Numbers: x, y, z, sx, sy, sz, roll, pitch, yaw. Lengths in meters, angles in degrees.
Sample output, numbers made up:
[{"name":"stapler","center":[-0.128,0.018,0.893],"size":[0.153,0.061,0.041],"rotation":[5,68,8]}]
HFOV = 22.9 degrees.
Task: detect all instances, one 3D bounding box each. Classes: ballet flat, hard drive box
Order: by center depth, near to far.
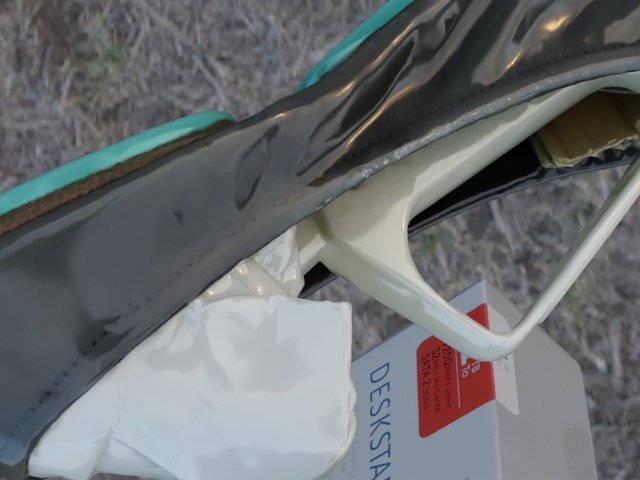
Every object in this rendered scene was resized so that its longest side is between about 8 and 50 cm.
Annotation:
[{"name":"ballet flat","center":[0.000,0.000,0.388],"size":[0.280,0.096,0.095],"rotation":[-33,166,-16]},{"name":"hard drive box","center":[0.024,0.155,0.795],"size":[0.232,0.181,0.089],"rotation":[-34,121,25]}]
